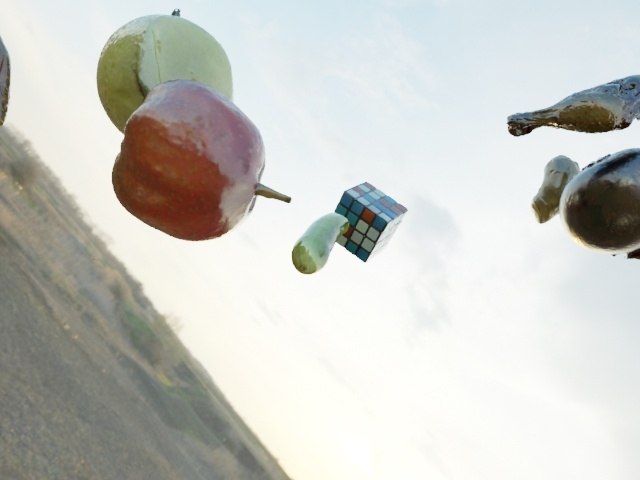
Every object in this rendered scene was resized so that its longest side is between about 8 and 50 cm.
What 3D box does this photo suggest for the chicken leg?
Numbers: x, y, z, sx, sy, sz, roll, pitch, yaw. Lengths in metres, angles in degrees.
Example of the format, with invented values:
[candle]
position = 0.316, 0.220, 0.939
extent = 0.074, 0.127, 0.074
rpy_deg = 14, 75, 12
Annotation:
[chicken leg]
position = 0.524, -0.262, 1.040
extent = 0.177, 0.322, 0.083
rpy_deg = 23, -48, 55

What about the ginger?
[ginger]
position = 0.541, -0.120, 1.227
extent = 0.069, 0.190, 0.095
rpy_deg = 33, -22, -22

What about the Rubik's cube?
[Rubik's cube]
position = 0.129, -0.054, 1.516
extent = 0.154, 0.155, 0.151
rpy_deg = 36, -60, 17

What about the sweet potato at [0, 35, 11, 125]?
[sweet potato]
position = -0.642, -0.347, 1.040
extent = 0.078, 0.058, 0.255
rpy_deg = -57, 142, -83

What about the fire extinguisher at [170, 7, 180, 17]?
[fire extinguisher]
position = -0.418, -0.628, 1.517
extent = 0.025, 0.083, 0.038
rpy_deg = 23, -8, 4

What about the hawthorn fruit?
[hawthorn fruit]
position = -0.209, -0.134, 1.006
extent = 0.330, 0.287, 0.287
rpy_deg = 22, -20, -3

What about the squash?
[squash]
position = 0.000, 0.000, 1.204
extent = 0.083, 0.250, 0.083
rpy_deg = 8, -64, 16

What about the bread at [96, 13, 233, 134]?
[bread]
position = -0.368, -0.366, 1.274
extent = 0.237, 0.320, 0.320
rpy_deg = 27, -30, 43

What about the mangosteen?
[mangosteen]
position = 0.603, -0.044, 1.049
extent = 0.261, 0.235, 0.235
rpy_deg = 61, -19, 2
